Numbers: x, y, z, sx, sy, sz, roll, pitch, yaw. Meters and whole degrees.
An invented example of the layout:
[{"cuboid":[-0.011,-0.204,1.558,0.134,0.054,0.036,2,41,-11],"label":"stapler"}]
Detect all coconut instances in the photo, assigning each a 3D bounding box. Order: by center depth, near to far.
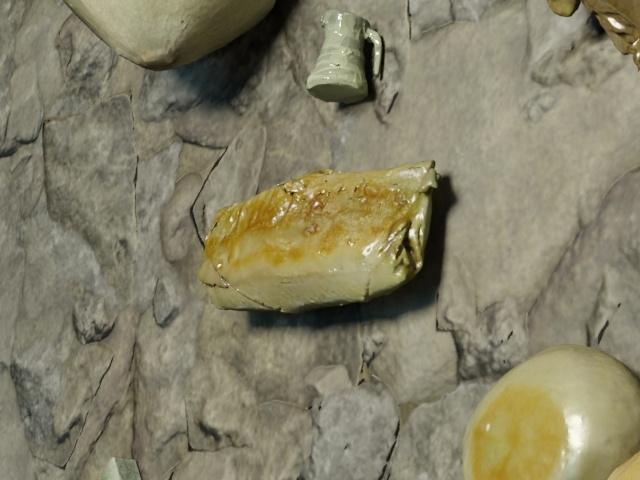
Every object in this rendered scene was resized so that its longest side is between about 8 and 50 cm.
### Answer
[{"cuboid":[-0.156,-0.294,1.483,0.237,0.237,0.265,-26,61,44],"label":"coconut"}]

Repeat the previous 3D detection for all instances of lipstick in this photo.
[{"cuboid":[-0.188,0.277,1.500,0.030,0.030,0.129,-49,44,29],"label":"lipstick"}]

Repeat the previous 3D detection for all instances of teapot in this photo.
[{"cuboid":[0.023,-0.170,1.371,0.067,0.057,0.083,2,73,13],"label":"teapot"}]

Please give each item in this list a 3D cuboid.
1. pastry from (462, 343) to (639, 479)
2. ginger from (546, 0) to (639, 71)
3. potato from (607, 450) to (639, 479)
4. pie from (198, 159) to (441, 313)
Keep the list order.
[{"cuboid":[0.166,0.146,1.055,0.156,0.092,0.156,-27,52,40],"label":"pastry"},{"cuboid":[0.242,-0.192,1.078,0.166,0.080,0.333,-40,52,22],"label":"ginger"},{"cuboid":[0.257,0.161,0.920,0.178,0.118,0.109,-27,97,28],"label":"potato"},{"cuboid":[0.000,0.000,1.324,0.282,0.068,0.128,-11,58,49],"label":"pie"}]
